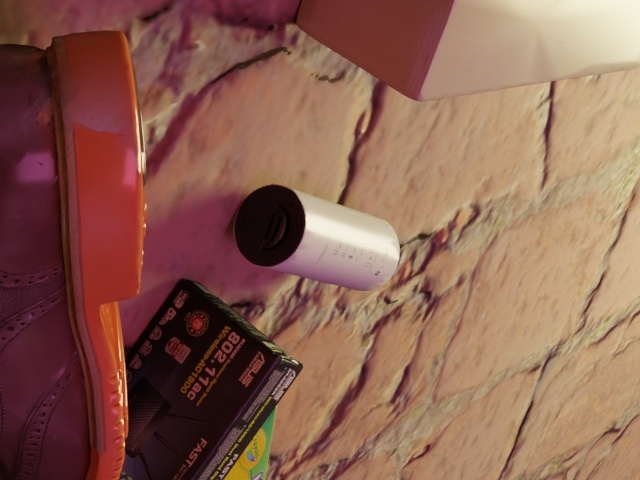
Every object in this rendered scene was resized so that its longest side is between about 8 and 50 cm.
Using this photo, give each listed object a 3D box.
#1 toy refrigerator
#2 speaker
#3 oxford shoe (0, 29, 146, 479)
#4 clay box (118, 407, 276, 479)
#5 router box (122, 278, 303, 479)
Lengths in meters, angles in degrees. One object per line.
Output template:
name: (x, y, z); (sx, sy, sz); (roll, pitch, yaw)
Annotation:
toy refrigerator: (0.118, -0.163, 0.922); (0.269, 0.102, 0.094); (-14, 132, -48)
speaker: (0.000, 0.000, 0.970); (0.055, 0.055, 0.136); (-59, 151, 9)
oxford shoe: (-0.166, 0.035, 0.742); (0.133, 0.130, 0.363); (-4, 140, -14)
clay box: (-0.109, 0.180, 1.005); (0.222, 0.053, 0.127); (-28, 143, -36)
router box: (-0.083, 0.099, 0.917); (0.122, 0.092, 0.038); (-55, 151, 2)
